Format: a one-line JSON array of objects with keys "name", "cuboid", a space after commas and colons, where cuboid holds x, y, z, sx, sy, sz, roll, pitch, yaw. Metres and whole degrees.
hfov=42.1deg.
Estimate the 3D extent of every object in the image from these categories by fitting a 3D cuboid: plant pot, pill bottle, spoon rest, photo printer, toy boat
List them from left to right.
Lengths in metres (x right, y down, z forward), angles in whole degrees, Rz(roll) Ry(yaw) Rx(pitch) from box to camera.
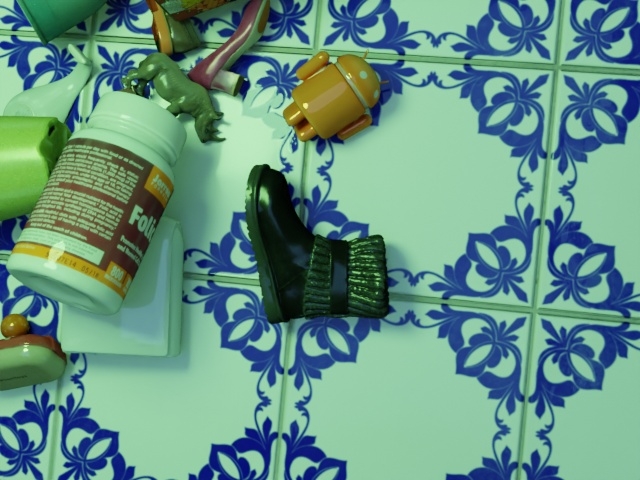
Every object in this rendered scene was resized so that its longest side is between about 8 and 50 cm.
[{"name": "plant pot", "cuboid": [-0.647, -0.151, 1.712, 0.254, 0.276, 0.276, -6, 88, 6]}, {"name": "toy boat", "cuboid": [-0.665, 0.228, 1.791, 0.231, 0.151, 0.151, -11, 58, 7]}, {"name": "spoon rest", "cuboid": [-0.589, -0.306, 1.813, 0.276, 0.084, 0.137, -42, 83, 18]}, {"name": "plant pot", "cuboid": [-0.528, -0.584, 1.720, 0.255, 0.271, 0.271, -30, 85, -9]}, {"name": "pill bottle", "cuboid": [-0.417, -0.074, 1.609, 0.224, 0.224, 0.392, 17, 70, 7]}, {"name": "photo printer", "cuboid": [-0.416, 0.087, 1.759, 0.256, 0.107, 0.307, 3, 90, 7]}]

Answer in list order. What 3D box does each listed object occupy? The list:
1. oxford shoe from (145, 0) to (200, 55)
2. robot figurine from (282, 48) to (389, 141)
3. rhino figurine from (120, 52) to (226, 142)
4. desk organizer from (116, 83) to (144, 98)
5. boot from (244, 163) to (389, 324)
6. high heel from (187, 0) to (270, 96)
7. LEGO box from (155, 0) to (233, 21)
[{"name": "oxford shoe", "cuboid": [-0.324, -0.527, 1.777, 0.098, 0.097, 0.271, -12, 89, -16]}, {"name": "robot figurine", "cuboid": [0.028, -0.294, 1.696, 0.219, 0.128, 0.158, -34, 78, 6]}, {"name": "rhino figurine", "cuboid": [-0.292, -0.294, 1.755, 0.243, 0.073, 0.106, 42, 100, -13]}, {"name": "desk organizer", "cuboid": [-0.398, -0.265, 1.793, 0.050, 0.047, 0.130, -20, 87, 9]}, {"name": "boot", "cuboid": [0.001, 0.000, 1.692, 0.260, 0.131, 0.348, -8, 99, 14]}, {"name": "high heel", "cuboid": [-0.191, -0.431, 1.758, 0.117, 0.082, 0.244, 23, 100, 9]}, {"name": "LEGO box", "cuboid": [-0.208, -0.739, 1.629, 0.373, 0.193, 0.500, -18, 86, 6]}]
